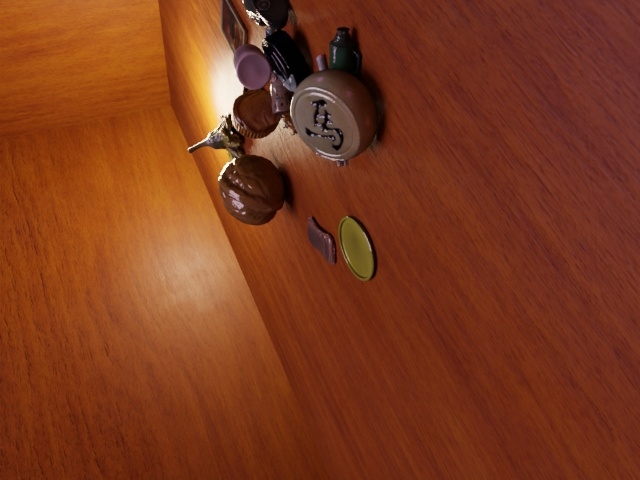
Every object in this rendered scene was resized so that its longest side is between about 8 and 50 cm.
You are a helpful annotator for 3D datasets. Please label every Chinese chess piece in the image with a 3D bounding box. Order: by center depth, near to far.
[{"bbox_3d":[0.036,-0.337,1.282,0.250,0.101,0.250,27,145,21],"label":"Chinese chess piece"}]

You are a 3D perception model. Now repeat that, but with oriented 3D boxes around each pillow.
[{"bbox_3d":[0.000,0.003,1.879,0.211,0.034,0.135,45,143,47],"label":"pillow"}]

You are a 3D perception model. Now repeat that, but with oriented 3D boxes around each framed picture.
[{"bbox_3d":[-0.384,-0.928,2.076,0.290,0.020,0.211,63,157,22],"label":"framed picture"}]

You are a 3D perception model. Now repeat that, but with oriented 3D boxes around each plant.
[{"bbox_3d":[-0.553,-0.576,2.569,0.306,0.296,0.261,85,-168,-71],"label":"plant"}]

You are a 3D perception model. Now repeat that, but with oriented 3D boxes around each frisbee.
[{"bbox_3d":[0.123,0.028,1.612,0.236,0.017,0.236,52,152,42],"label":"frisbee"}]

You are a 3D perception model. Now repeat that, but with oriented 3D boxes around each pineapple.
[{"bbox_3d":[-0.078,-0.429,1.638,0.069,0.116,0.137,46,-162,6],"label":"pineapple"}]

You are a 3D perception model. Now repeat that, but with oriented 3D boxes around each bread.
[{"bbox_3d":[-0.255,-0.499,1.868,0.104,0.199,0.199,141,109,-72],"label":"bread"}]

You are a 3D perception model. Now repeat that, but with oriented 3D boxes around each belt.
[{"bbox_3d":[-0.111,-0.581,1.541,0.198,0.078,0.151,55,168,-9],"label":"belt"}]

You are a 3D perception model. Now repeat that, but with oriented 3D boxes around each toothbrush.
[{"bbox_3d":[0.035,-0.397,1.456,0.025,0.030,0.342,12,117,61],"label":"toothbrush"}]

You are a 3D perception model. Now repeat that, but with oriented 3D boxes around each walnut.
[{"bbox_3d":[-0.301,-0.223,2.101,0.333,0.332,0.333,51,151,43],"label":"walnut"}]

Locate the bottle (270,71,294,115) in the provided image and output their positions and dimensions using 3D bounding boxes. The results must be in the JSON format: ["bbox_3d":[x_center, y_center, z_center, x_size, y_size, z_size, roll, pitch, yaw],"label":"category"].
[{"bbox_3d":[-0.136,-0.534,1.693,0.099,0.098,0.152,-179,80,-68],"label":"bottle"}]

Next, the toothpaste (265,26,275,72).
[{"bbox_3d":[-0.184,-0.711,1.735,0.197,0.034,0.057,97,158,-53],"label":"toothpaste"}]

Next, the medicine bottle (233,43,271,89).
[{"bbox_3d":[-0.260,-0.656,1.760,0.250,0.133,0.133,-113,15,-56],"label":"medicine bottle"}]

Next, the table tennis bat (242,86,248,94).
[{"bbox_3d":[-0.319,-0.681,2.047,0.130,0.019,0.220,-84,6,-55],"label":"table tennis bat"}]

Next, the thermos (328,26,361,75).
[{"bbox_3d":[0.058,-0.474,1.274,0.083,0.073,0.188,54,153,41],"label":"thermos"}]

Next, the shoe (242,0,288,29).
[{"bbox_3d":[-0.188,-0.788,1.602,0.293,0.109,0.149,61,167,21],"label":"shoe"}]

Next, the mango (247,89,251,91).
[{"bbox_3d":[-0.285,-0.613,2.037,0.187,0.066,0.101,173,80,-77],"label":"mango"}]
